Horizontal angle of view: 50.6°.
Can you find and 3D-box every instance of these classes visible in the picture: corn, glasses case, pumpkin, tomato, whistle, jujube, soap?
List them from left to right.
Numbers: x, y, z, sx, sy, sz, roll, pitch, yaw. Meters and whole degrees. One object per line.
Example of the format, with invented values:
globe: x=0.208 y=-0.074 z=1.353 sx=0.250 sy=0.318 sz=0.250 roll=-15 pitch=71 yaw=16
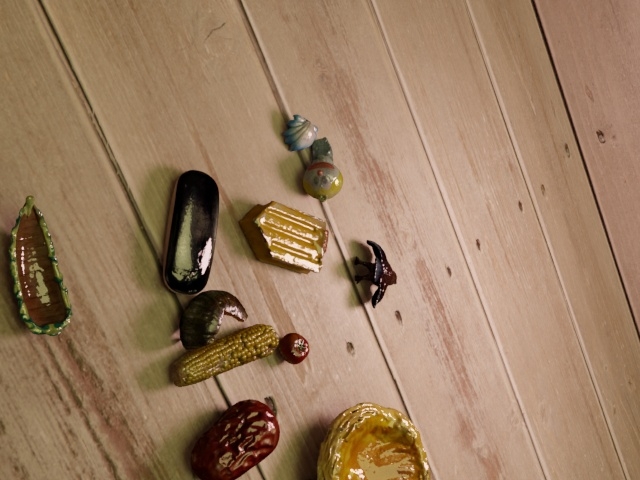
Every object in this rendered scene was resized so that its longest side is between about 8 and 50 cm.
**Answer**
glasses case: x=-0.319 y=-0.021 z=1.679 sx=0.122 sy=0.075 sz=0.314 roll=15 pitch=73 yaw=-39
pumpkin: x=-0.272 y=0.180 z=1.661 sx=0.183 sy=0.119 sz=0.108 roll=-37 pitch=120 yaw=-44
corn: x=-0.231 y=0.284 z=1.705 sx=0.320 sy=0.097 sz=0.097 roll=-17 pitch=95 yaw=-41
jujube: x=-0.206 y=0.495 z=1.655 sx=0.230 sy=0.155 sz=0.155 roll=-37 pitch=108 yaw=-39
soap: x=-0.104 y=-0.011 z=1.877 sx=0.257 sy=0.080 sz=0.160 roll=20 pitch=68 yaw=-39
tomato: x=-0.076 y=0.298 z=1.860 sx=0.087 sy=0.075 sz=0.087 roll=18 pitch=58 yaw=-32
whistle: x=0.004 y=-0.213 z=1.991 sx=0.123 sy=0.123 sz=0.223 roll=22 pitch=55 yaw=-39

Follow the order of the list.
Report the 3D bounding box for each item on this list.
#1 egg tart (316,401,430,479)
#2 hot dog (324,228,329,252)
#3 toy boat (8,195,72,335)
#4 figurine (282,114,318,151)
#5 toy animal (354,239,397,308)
egg tart: x=0.135 y=0.651 z=1.905 sx=0.388 sy=0.169 sz=0.388 roll=11 pitch=67 yaw=-26
hot dog: x=0.000 y=0.000 z=2.003 sx=0.058 sy=0.035 sz=0.083 roll=21 pitch=69 yaw=-40
toy boat: x=-0.590 y=0.053 z=1.404 sx=0.108 sy=0.099 sz=0.293 roll=-15 pitch=101 yaw=-43
figurine: x=-0.062 y=-0.305 z=1.979 sx=0.114 sy=0.079 sz=0.114 roll=-23 pitch=133 yaw=-27
toy animal: x=0.193 y=0.106 z=2.112 sx=0.179 sy=0.116 sz=0.218 roll=9 pitch=71 yaw=-41
